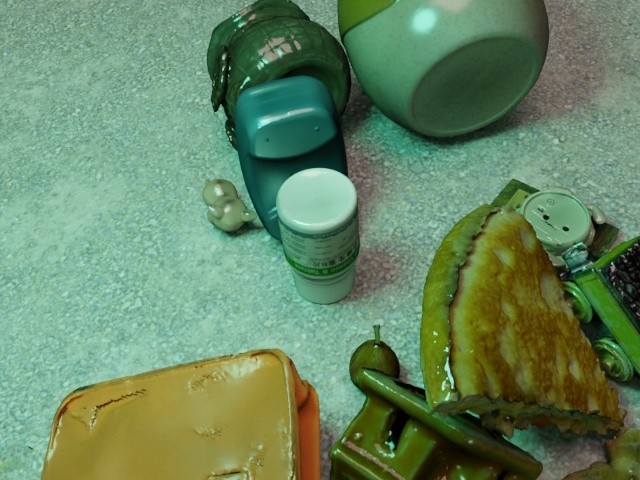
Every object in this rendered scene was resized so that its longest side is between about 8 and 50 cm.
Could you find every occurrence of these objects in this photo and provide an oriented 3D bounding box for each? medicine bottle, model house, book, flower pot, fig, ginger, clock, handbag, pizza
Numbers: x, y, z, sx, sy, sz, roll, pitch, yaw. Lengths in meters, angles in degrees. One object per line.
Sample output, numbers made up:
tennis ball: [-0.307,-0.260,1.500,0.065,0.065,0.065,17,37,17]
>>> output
medicine bottle: [0.000,0.000,1.320,0.139,0.237,0.139,-2,51,2]
model house: [0.141,0.345,1.086,0.268,0.173,0.239,29,90,26]
book: [0.423,-0.016,1.439,0.228,0.024,0.160,32,63,25]
flower pot: [-0.097,-0.327,1.563,0.301,0.302,0.213,-23,50,-13]
fig: [0.089,0.191,1.235,0.088,0.125,0.089,-1,47,1]
ginger: [0.420,0.413,1.070,0.147,0.081,0.334,11,53,-7]
clock: [0.426,-0.028,1.394,0.191,0.062,0.151,-39,60,-21]
handbag: [-0.208,0.330,1.094,0.410,0.116,0.304,-14,49,14]
pizza: [0.299,0.177,1.125,0.406,0.130,0.440,45,41,-14]

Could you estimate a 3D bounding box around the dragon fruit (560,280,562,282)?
dragon fruit: [0.442,0.101,1.324,0.083,0.056,0.060,-8,51,-4]

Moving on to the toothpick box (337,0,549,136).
toothpick box: [0.239,-0.467,1.557,0.408,0.409,0.425,-15,60,-8]

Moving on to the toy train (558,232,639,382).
toy train: [0.492,0.111,1.210,0.134,0.177,0.261,-32,85,-20]

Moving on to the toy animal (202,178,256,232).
toy animal: [-0.190,-0.072,1.491,0.083,0.089,0.150,-27,46,-12]

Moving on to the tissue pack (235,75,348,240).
tissue pack: [-0.054,-0.162,1.425,0.198,0.287,0.206,-15,35,-4]
